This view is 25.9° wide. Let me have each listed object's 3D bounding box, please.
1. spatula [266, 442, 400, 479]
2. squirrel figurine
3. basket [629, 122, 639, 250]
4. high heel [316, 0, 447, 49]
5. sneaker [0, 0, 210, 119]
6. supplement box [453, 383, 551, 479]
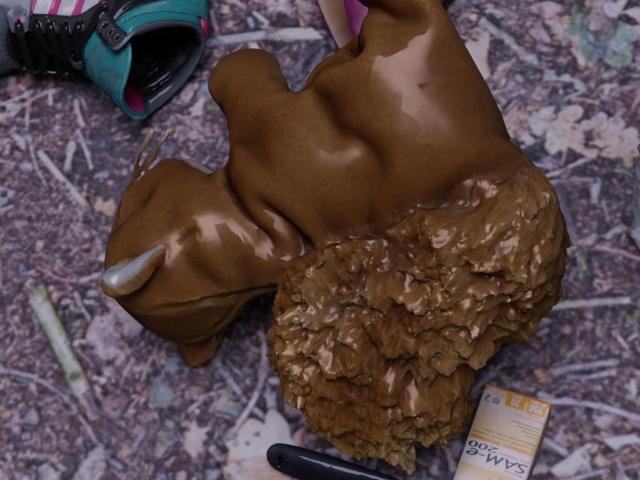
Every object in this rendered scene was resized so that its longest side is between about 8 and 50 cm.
[{"bbox_3d":[0.087,0.232,1.211,0.296,0.084,0.030,17,25,21],"label":"spatula"},{"bbox_3d":[0.000,0.000,1.209,0.370,0.281,0.397,-30,62,1],"label":"squirrel figurine"},{"bbox_3d":[0.457,-0.040,1.123,0.266,0.331,0.328,-34,61,-10],"label":"basket"},{"bbox_3d":[-0.031,-0.330,1.428,0.377,0.127,0.181,37,64,17],"label":"high heel"},{"bbox_3d":[-0.240,-0.192,1.408,0.295,0.124,0.178,-21,55,-4],"label":"sneaker"},{"bbox_3d":[0.160,0.184,1.227,0.062,0.036,0.098,16,69,15],"label":"supplement box"}]
